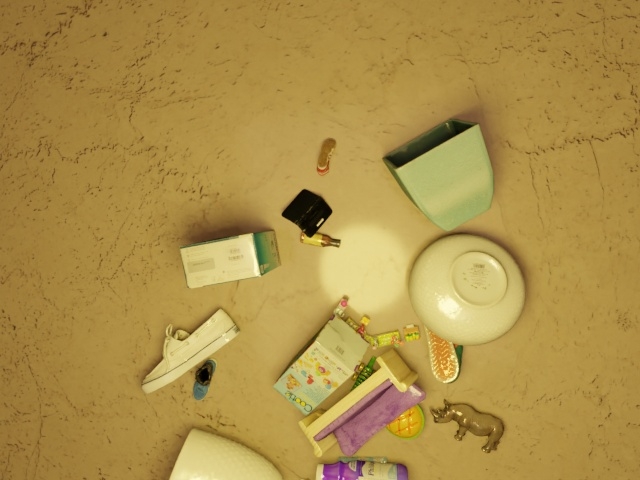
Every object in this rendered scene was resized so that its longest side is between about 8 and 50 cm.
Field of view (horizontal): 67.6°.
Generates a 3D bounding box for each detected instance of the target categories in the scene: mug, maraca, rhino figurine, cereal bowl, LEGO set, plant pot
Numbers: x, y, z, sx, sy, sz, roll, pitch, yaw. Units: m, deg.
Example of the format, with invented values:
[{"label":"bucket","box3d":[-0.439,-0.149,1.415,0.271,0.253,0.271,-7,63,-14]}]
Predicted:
[{"label":"mug","box3d":[-0.310,0.812,1.520,0.327,0.276,0.374,19,125,-2]},{"label":"maraca","box3d":[0.240,0.544,1.509,0.185,0.099,0.127,33,92,22]},{"label":"rhino figurine","box3d":[0.457,0.571,1.497,0.243,0.073,0.106,22,99,6]},{"label":"cereal bowl","box3d":[0.434,0.130,1.383,0.338,0.141,0.339,0,72,0]},{"label":"LEGO set","box3d":[0.167,0.293,1.495,0.286,0.107,0.132,21,95,5]},{"label":"plant pot","box3d":[0.359,-0.176,1.389,0.247,0.248,0.252,-28,106,7]}]

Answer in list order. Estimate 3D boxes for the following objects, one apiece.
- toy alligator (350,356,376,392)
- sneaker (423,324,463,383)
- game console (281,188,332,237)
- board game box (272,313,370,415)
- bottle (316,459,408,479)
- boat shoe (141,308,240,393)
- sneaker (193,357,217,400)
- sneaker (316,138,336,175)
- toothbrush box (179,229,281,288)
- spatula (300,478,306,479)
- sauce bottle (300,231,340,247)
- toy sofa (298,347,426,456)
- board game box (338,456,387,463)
[{"label":"toy alligator","box3d":[0.126,0.460,1.537,0.056,0.051,0.190,32,96,4]},{"label":"sneaker","box3d":[0.381,0.286,1.482,0.108,0.121,0.303,-5,73,21]},{"label":"game console","box3d":[-0.042,-0.087,1.525,0.122,0.071,0.107,-50,117,-16]},{"label":"board game box","box3d":[0.000,0.378,1.445,0.144,0.142,0.275,40,126,2]},{"label":"bottle","box3d":[0.129,0.739,1.481,0.282,0.118,0.092,2,92,8]},{"label":"boat shoe","box3d":[-0.452,0.341,1.554,0.367,0.136,0.157,-35,89,4]},{"label":"sneaker","box3d":[-0.392,0.470,1.578,0.058,0.084,0.152,26,96,4]},{"label":"sneaker","box3d":[0.017,-0.262,1.520,0.042,0.067,0.119,19,65,7]},{"label":"toothbrush box","box3d":[-0.256,0.049,1.435,0.216,0.295,0.126,-10,91,8]},{"label":"spatula","box3d":[0.033,0.889,1.559,0.241,0.019,0.168,11,97,20]},{"label":"sauce bottle","box3d":[0.000,0.000,1.530,0.128,0.042,0.042,12,94,7]},{"label":"toy sofa","box3d":[0.128,0.504,1.425,0.362,0.150,0.177,-44,71,17]},{"label":"board game box","box3d":[0.143,0.817,1.562,0.160,0.039,0.212,-3,92,7]}]
